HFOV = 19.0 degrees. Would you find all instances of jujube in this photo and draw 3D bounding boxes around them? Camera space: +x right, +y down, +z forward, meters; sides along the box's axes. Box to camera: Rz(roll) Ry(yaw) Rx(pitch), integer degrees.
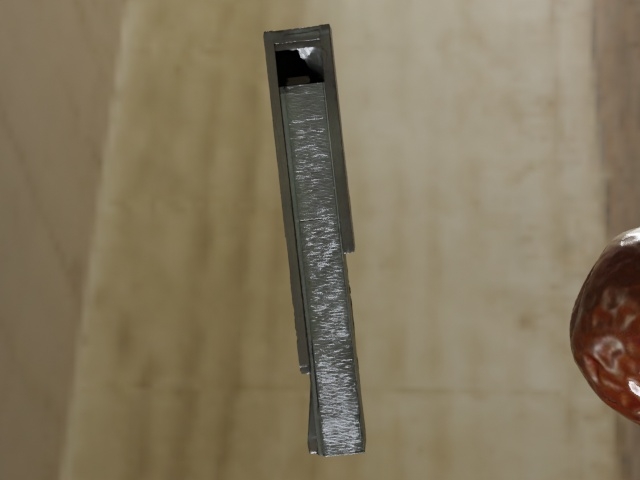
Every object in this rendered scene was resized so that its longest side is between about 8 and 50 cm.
[{"bbox_3d":[0.306,0.080,1.448,0.168,0.236,0.168,20,-90,-81],"label":"jujube"}]

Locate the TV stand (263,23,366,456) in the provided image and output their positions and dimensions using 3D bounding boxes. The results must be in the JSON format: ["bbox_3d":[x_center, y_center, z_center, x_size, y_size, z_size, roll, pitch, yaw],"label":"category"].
[{"bbox_3d":[0.000,0.000,1.160,0.049,0.040,0.256,-64,-32,-85],"label":"TV stand"}]
